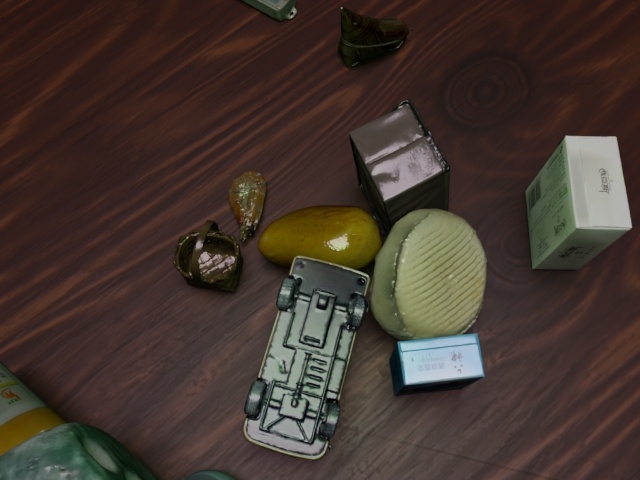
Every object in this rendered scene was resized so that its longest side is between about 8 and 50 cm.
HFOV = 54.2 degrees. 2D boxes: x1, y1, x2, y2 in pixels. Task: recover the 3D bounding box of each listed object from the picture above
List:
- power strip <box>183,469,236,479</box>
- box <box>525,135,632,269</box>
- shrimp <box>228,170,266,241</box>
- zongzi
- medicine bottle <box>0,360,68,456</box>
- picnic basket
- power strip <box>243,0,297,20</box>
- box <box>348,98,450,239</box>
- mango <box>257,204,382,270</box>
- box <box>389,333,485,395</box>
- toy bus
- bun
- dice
[{"bbox_3d":[-0.187,0.534,1.162,0.137,0.044,0.216,-27,66,26],"label":"power strip"},{"bbox_3d":[0.511,-0.067,1.274,0.111,0.260,0.194,2,71,-1],"label":"box"},{"bbox_3d":[-0.166,-0.078,1.423,0.091,0.043,0.184,-6,63,8],"label":"shrimp"},{"bbox_3d":[0.133,-0.519,1.495,0.187,0.184,0.084,-24,66,-7],"label":"zongzi"},{"bbox_3d":[-0.628,0.372,1.163,0.232,0.238,0.238,35,75,14],"label":"medicine bottle"},{"bbox_3d":[-0.239,0.031,1.307,0.138,0.178,0.128,8,70,5],"label":"picnic basket"},{"bbox_3d":[-0.180,-0.659,1.629,0.272,0.052,0.078,32,73,13],"label":"power strip"},{"bbox_3d":[0.168,-0.132,1.318,0.153,0.252,0.188,-25,69,-1],"label":"box"},{"bbox_3d":[0.000,0.000,1.328,0.262,0.130,0.167,1,39,14],"label":"mango"},{"bbox_3d":[0.212,0.239,1.183,0.143,0.232,0.083,-6,70,0],"label":"box"},{"bbox_3d":[-0.024,0.231,1.216,0.177,0.202,0.365,16,68,2],"label":"toy bus"},{"bbox_3d":[0.209,0.074,1.275,0.287,0.146,0.287,-1,92,-32],"label":"bun"},{"bbox_3d":[-0.418,0.534,1.037,0.330,0.348,0.328,-43,71,-13],"label":"dice"}]
